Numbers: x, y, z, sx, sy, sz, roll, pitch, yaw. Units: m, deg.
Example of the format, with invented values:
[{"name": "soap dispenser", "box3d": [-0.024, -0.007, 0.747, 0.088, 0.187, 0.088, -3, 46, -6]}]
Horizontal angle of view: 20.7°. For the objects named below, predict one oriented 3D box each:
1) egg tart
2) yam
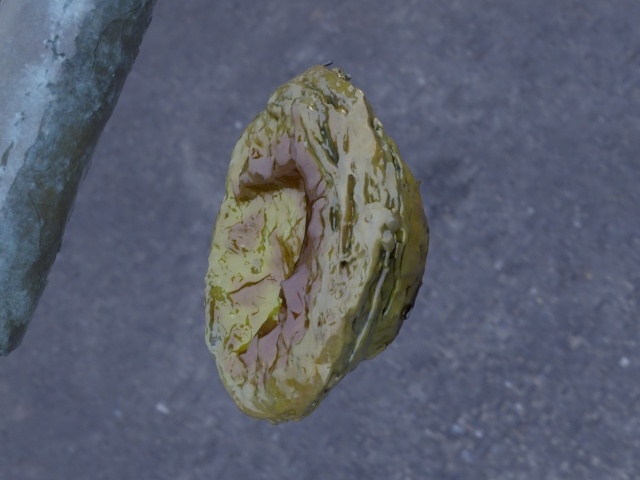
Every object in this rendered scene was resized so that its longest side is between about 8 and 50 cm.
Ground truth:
[{"name": "egg tart", "box3d": [0.000, 0.000, 0.609, 0.130, 0.052, 0.130, -30, 56, 60]}, {"name": "yam", "box3d": [-0.168, -0.063, 1.002, 0.093, 0.093, 0.259, 20, 88, 52]}]
